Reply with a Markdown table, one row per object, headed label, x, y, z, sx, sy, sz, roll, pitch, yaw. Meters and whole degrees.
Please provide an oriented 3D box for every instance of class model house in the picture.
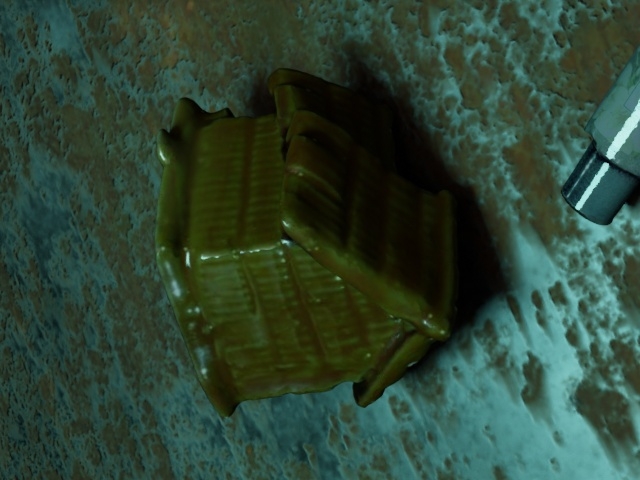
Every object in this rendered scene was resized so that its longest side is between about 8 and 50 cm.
| label | x | y | z | sx | sy | sz | roll | pitch | yaw |
| --- | --- | --- | --- | --- | --- | --- | --- | --- | --- |
| model house | -0.002 | 0.000 | 1.226 | 0.229 | 0.199 | 0.219 | -4 | 135 | 15 |

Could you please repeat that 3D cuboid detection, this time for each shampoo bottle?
| label | x | y | z | sx | sy | sz | roll | pitch | yaw |
| --- | --- | --- | --- | --- | --- | --- | --- | --- | --- |
| shampoo bottle | 0.237 | -0.105 | 1.068 | 0.072 | 0.072 | 0.214 | 45 | 121 | 25 |
